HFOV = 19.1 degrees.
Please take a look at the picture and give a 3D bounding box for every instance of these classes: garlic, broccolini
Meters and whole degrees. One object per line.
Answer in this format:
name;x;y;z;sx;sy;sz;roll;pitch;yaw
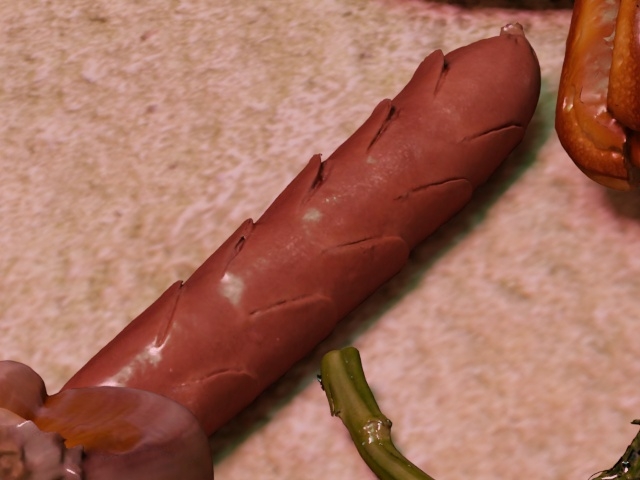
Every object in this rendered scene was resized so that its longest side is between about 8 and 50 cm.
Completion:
garlic;-0.135;0.165;0.906;0.160;0.214;0.191;4;-4;3
broccolini;0.098;0.096;0.958;0.123;0.062;0.271;-44;43;-15

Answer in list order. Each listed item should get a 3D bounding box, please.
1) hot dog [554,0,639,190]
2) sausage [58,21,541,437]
hot dog;0.228;-0.182;1.144;0.117;0.158;0.349;18;57;-8
sausage;0.001;0.001;1.114;0.088;0.088;0.433;20;52;39
